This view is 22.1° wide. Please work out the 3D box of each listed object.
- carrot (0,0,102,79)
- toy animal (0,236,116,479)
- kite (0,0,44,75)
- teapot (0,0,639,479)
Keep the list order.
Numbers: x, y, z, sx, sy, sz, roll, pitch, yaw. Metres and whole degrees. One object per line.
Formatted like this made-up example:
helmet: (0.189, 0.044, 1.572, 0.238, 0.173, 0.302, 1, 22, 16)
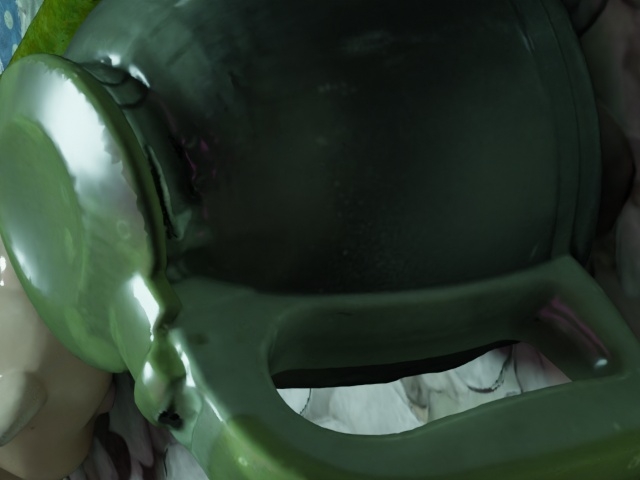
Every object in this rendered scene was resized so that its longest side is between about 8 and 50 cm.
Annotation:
carrot: (-0.157, -0.134, 1.064, 0.074, 0.074, 0.358, 62, 143, 16)
toy animal: (-0.241, 0.116, 1.224, 0.250, 0.154, 0.166, -52, 53, 49)
kite: (-0.267, -0.203, 1.242, 0.406, 0.014, 0.368, -10, 96, 57)
teapot: (-0.012, 0.003, 0.749, 0.239, 0.239, 0.321, -36, 76, 57)
